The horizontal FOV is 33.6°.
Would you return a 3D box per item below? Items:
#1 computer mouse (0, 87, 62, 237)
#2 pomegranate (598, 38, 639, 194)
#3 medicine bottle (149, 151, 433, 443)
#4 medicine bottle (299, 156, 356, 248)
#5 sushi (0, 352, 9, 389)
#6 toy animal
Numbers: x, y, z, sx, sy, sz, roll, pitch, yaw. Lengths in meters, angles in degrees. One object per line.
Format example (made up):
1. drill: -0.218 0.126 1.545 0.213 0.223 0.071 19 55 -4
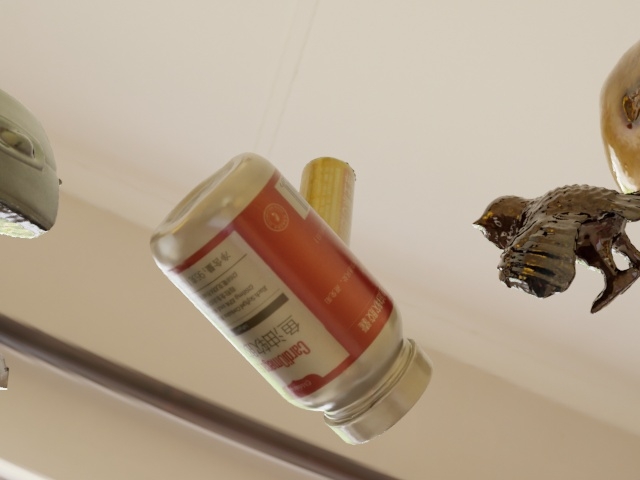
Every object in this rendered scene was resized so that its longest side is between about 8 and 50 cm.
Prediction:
1. computer mouse: -0.431 -0.110 1.196 0.122 0.188 0.371 -28 -25 34
2. pomegranate: 0.457 -0.138 1.187 0.307 0.307 0.307 15 -34 11
3. medicine bottle: -0.022 0.052 0.909 0.250 0.131 0.131 48 -40 -12
4. medicine bottle: 0.000 0.000 1.104 0.074 0.218 0.074 3 -49 3
5. sushi: -0.424 0.067 1.078 0.172 0.150 0.153 0 -13 9
6. toy animal: 0.235 -0.021 1.005 0.179 0.218 0.116 27 -49 33
